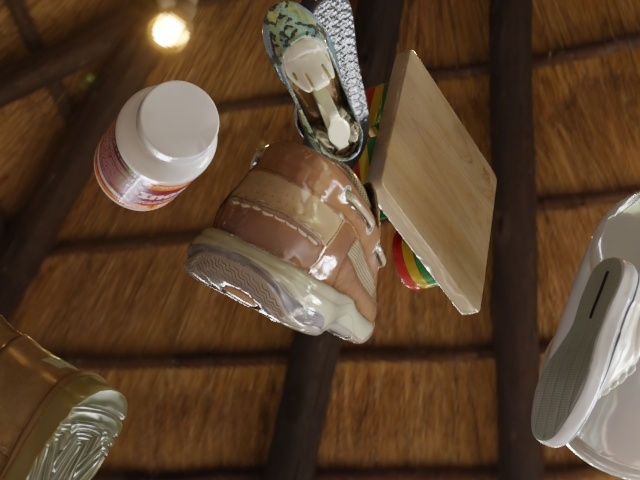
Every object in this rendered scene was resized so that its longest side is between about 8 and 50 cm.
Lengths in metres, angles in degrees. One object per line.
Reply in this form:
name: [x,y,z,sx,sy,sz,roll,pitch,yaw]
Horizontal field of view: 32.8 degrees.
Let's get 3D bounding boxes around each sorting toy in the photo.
sorting toy: [0.126,-0.069,1.433,0.089,0.255,0.257,-16,-49,31]

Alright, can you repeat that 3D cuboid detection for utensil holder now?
utensil holder: [0.529,0.149,1.679,0.327,0.328,0.385,8,-34,6]

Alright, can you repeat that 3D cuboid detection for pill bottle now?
pill bottle: [-0.138,-0.081,0.923,0.086,0.086,0.152,33,-21,-12]

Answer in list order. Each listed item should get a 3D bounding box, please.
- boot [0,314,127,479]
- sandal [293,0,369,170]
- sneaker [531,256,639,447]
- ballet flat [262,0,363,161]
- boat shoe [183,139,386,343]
boot: [-0.281,0.128,0.719,0.269,0.236,0.089,27,-14,28]
sandal: [0.006,-0.177,1.284,0.054,0.097,0.255,27,-47,38]
sneaker: [0.354,0.151,1.366,0.091,0.258,0.094,33,-12,-22]
ballet flat: [-0.001,-0.155,1.097,0.070,0.070,0.188,-12,-46,20]
boat shoe: [0.000,0.000,0.783,0.123,0.324,0.116,25,-91,6]
